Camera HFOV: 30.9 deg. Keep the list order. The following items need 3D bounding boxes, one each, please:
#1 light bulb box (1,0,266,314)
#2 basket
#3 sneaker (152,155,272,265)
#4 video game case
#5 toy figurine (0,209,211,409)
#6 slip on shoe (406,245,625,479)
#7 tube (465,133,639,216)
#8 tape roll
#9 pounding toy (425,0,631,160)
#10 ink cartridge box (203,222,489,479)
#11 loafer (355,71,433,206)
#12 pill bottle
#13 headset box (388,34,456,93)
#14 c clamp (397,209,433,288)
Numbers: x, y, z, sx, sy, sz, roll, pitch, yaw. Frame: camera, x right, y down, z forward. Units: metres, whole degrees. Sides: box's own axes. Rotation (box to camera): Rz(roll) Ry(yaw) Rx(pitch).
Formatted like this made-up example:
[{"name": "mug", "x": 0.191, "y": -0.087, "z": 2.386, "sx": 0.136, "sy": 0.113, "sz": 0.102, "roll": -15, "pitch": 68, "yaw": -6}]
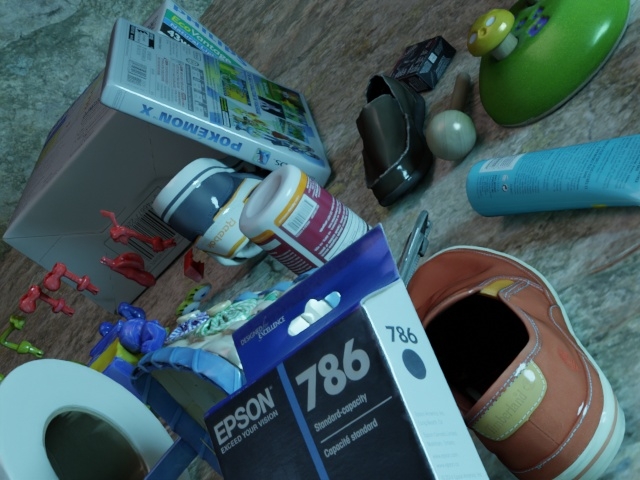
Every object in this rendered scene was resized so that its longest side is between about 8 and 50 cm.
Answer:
[{"name": "light bulb box", "x": -0.284, "y": -0.142, "z": 1.851, "sx": 0.358, "sy": 0.225, "sz": 0.361, "roll": -43, "pitch": 22, "yaw": 22}, {"name": "basket", "x": -0.075, "y": 0.171, "z": 0.961, "sx": 0.289, "sy": 0.201, "sz": 0.255, "roll": -55, "pitch": 16, "yaw": -26}, {"name": "sneaker", "x": -0.102, "y": -0.043, "z": 1.496, "sx": 0.126, "sy": 0.127, "sz": 0.321, "roll": -49, "pitch": -4, "yaw": 20}, {"name": "video game case", "x": -0.144, "y": -0.191, "z": 1.558, "sx": 0.036, "sy": 0.300, "sz": 0.329, "roll": -64, "pitch": 17, "yaw": 19}, {"name": "toy figurine", "x": -0.299, "y": 0.169, "z": 1.455, "sx": 0.362, "sy": 0.191, "sz": 0.217, "roll": -44, "pitch": 27, "yaw": 22}, {"name": "slip on shoe", "x": 0.120, "y": 0.071, "z": 0.871, "sx": 0.123, "sy": 0.101, "sz": 0.331, "roll": -50, "pitch": 18, "yaw": 10}, {"name": "tube", "x": 0.210, "y": -0.054, "z": 0.971, "sx": 0.207, "sy": 0.052, "sz": 0.080, "roll": -5, "pitch": 54, "yaw": 55}, {"name": "tape roll", "x": -0.269, "y": 0.263, "z": 1.147, "sx": 0.169, "sy": 0.246, "sz": 0.246, "roll": -42, "pitch": 23, "yaw": 22}, {"name": "pounding toy", "x": 0.186, "y": -0.205, "z": 1.172, "sx": 0.237, "sy": 0.110, "sz": 0.183, "roll": -34, "pitch": 27, "yaw": 36}, {"name": "ink cartridge box", "x": 0.023, "y": 0.164, "z": 0.733, "sx": 0.165, "sy": 0.065, "sz": 0.332, "roll": -39, "pitch": 59, "yaw": 31}, {"name": "loafer", "x": 0.070, "y": -0.117, "z": 1.302, "sx": 0.080, "sy": 0.078, "sz": 0.220, "roll": -41, "pitch": 23, "yaw": 24}, {"name": "pill bottle", "x": 0.000, "y": 0.000, "z": 1.155, "sx": 0.086, "sy": 0.152, "sz": 0.086, "roll": -42, "pitch": 23, "yaw": 23}, {"name": "headset box", "x": 0.120, "y": -0.212, "z": 1.420, "sx": 0.062, "sy": 0.032, "sz": 0.083, "roll": -58, "pitch": 22, "yaw": -19}, {"name": "c clamp", "x": 0.077, "y": 0.041, "z": 1.065, "sx": 0.137, "sy": 0.022, "sz": 0.160, "roll": 97, "pitch": -165, "yaw": -64}]
